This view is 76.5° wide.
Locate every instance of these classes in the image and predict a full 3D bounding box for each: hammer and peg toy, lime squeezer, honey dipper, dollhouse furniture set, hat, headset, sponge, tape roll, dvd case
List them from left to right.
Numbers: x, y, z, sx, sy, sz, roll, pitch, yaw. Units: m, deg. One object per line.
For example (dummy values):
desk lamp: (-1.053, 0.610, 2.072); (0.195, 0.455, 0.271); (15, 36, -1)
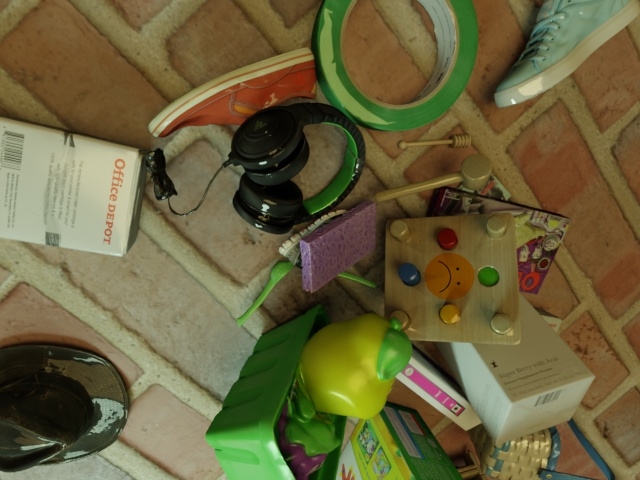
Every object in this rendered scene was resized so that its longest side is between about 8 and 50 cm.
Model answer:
hat: (-0.573, 0.367, 0.814); (0.331, 0.134, 0.331); (-3, 105, -11)
headset: (-0.109, -0.139, 0.761); (0.394, 0.185, 0.243); (-15, 139, -24)
lime squeezer: (-0.037, 0.088, 0.877); (0.310, 0.059, 0.110); (-14, 67, -11)
sponge: (0.041, 0.009, 0.833); (0.210, 0.031, 0.117); (-31, 130, -37)
tape roll: (0.145, -0.380, 0.796); (0.321, 0.077, 0.321); (-3, 105, -12)
honey dipper: (0.249, -0.213, 0.890); (0.161, 0.030, 0.030); (-7, 106, -8)
hammer and peg toy: (0.252, 0.022, 0.826); (0.266, 0.127, 0.361); (-3, 74, 21)
dollhouse furniture set: (0.374, 0.700, 1.130); (0.129, 0.129, 0.183); (-9, 131, -10)
dvd case: (0.383, -0.112, 0.953); (0.119, 0.013, 0.087); (41, 94, -18)

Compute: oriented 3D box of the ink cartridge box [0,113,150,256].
ink cartridge box: (-0.464, -0.098, 0.720); (0.273, 0.114, 0.197); (12, 101, -14)

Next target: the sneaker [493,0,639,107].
sneaker: (0.478, -0.424, 0.839); (0.366, 0.135, 0.150); (-40, 102, -9)

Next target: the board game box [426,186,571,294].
board game box: (0.404, 0.006, 0.965); (0.347, 0.056, 0.208); (10, 112, -15)

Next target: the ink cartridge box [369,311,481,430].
ink cartridge box: (0.256, 0.322, 0.958); (0.371, 0.176, 0.069); (38, 94, -19)

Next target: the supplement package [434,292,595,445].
supplement package: (0.387, 0.242, 0.882); (0.177, 0.293, 0.175); (-15, 130, -7)

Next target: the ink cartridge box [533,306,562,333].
ink cartridge box: (0.523, 0.259, 1.053); (0.127, 0.072, 0.175); (12, 102, -15)

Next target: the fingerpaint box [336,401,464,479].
fingerpaint box: (0.169, 0.649, 0.886); (0.163, 0.445, 0.371); (22, 99, -18)

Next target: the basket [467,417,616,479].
basket: (0.536, 0.495, 1.026); (0.289, 0.255, 0.201); (10, 110, -5)

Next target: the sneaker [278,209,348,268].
sneaker: (0.000, 0.000, 0.857); (0.170, 0.063, 0.075); (-34, 81, -9)

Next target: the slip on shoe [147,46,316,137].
slip on shoe: (-0.153, -0.254, 0.749); (0.331, 0.123, 0.101); (-24, 113, -10)

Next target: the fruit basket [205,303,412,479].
fruit basket: (0.016, 0.288, 0.774); (0.392, 0.392, 0.283); (-22, 108, -6)
